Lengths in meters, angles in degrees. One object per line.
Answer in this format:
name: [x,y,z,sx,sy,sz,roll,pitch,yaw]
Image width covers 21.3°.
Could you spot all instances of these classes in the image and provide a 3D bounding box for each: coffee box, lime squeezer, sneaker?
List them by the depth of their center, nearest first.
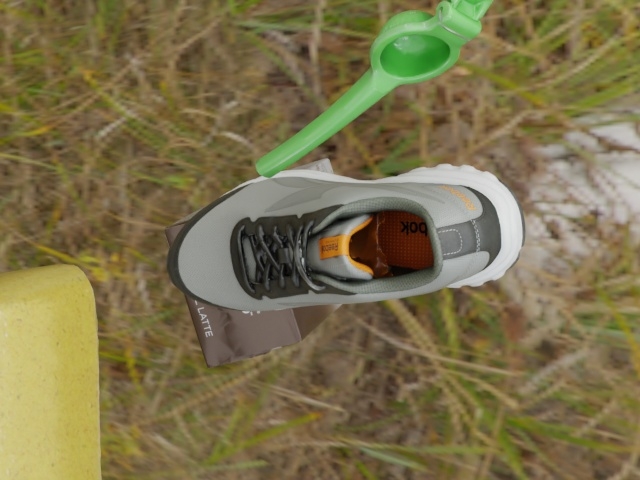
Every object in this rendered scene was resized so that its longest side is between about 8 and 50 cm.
lime squeezer: [0.057,-0.154,1.066,0.059,0.110,0.310,12,111,-55]
sneaker: [0.000,0.000,1.184,0.108,0.271,0.100,-17,98,-58]
coffee box: [-0.046,0.017,1.639,0.098,0.246,0.141,-16,97,19]

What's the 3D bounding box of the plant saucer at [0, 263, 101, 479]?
plant saucer: [-0.273,0.175,0.822,0.333,0.081,0.332,-9,68,10]
